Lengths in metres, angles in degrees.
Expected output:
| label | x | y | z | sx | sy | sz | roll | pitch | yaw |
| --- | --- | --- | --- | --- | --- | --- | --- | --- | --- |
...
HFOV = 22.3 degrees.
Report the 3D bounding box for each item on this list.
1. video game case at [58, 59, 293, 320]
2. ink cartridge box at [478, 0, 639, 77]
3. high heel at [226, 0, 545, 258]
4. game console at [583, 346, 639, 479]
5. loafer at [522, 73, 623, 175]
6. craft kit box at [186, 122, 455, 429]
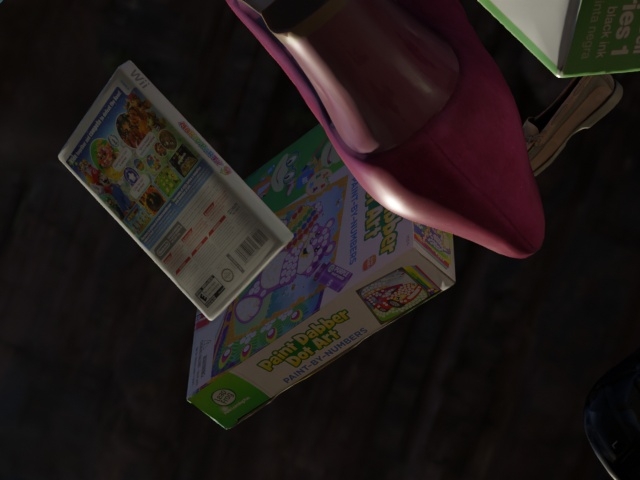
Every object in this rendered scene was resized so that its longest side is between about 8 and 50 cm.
| label | x | y | z | sx | sy | sz | roll | pitch | yaw |
| --- | --- | --- | --- | --- | --- | --- | --- | --- | --- |
| video game case | -0.077 | -0.024 | 0.837 | 0.011 | 0.122 | 0.087 | -42 | -3 | -42 |
| ink cartridge box | 0.177 | -0.153 | 0.739 | 0.160 | 0.219 | 0.092 | -123 | 33 | -51 |
| high heel | 0.038 | -0.114 | 0.985 | 0.127 | 0.181 | 0.377 | -36 | 20 | 15 |
| game console | 0.239 | 0.163 | 0.541 | 0.213 | 0.361 | 0.044 | -24 | -22 | -51 |
| loafer | 0.180 | -0.092 | 1.280 | 0.125 | 0.039 | 0.045 | -41 | 25 | 12 |
| craft kit box | 0.000 | 0.000 | 1.341 | 0.246 | 0.061 | 0.250 | -33 | 33 | 26 |
